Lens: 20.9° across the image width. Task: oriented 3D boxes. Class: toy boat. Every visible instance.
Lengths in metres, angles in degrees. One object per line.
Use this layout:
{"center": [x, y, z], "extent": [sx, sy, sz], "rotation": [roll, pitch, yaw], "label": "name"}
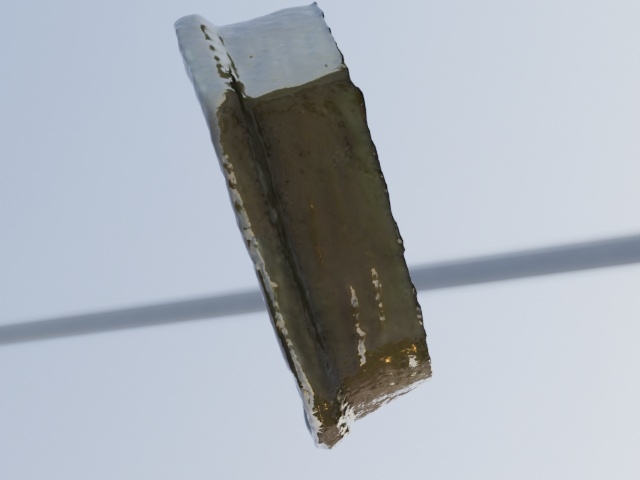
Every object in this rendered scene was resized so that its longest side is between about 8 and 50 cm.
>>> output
{"center": [0.000, 0.000, 0.707], "extent": [0.116, 0.061, 0.188], "rotation": [-114, 6, -62], "label": "toy boat"}
